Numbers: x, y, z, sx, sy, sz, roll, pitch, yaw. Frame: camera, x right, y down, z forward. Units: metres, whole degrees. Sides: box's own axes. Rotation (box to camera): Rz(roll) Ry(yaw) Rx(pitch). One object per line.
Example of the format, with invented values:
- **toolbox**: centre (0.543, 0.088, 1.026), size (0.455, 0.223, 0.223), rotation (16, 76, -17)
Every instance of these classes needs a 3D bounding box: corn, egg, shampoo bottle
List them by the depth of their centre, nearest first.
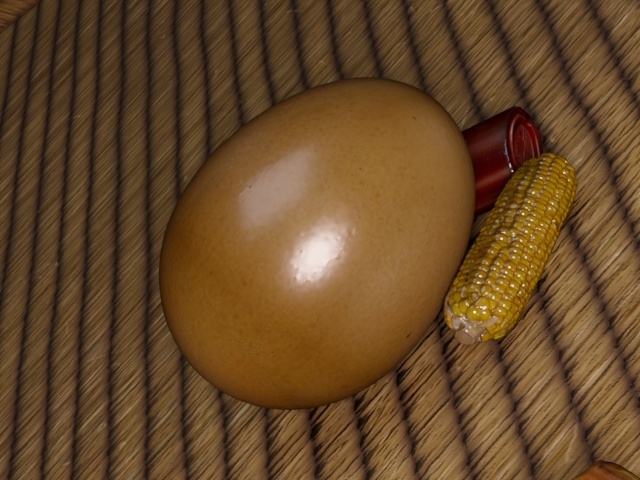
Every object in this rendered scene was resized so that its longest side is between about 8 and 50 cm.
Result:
- **corn**: centre (0.169, 0.007, 1.517), size (0.068, 0.068, 0.207), rotation (-6, 44, 48)
- **egg**: centre (0.000, 0.000, 1.540), size (0.322, 0.250, 0.250), rotation (-52, 28, 6)
- **shampoo bottle**: centre (0.092, -0.041, 1.683), size (0.260, 0.064, 0.102), rotation (-24, 36, 32)

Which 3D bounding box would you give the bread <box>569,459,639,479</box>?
- **bread**: centre (0.170, 0.275, 1.135), size (0.235, 0.099, 0.210), rotation (-40, 30, -4)
